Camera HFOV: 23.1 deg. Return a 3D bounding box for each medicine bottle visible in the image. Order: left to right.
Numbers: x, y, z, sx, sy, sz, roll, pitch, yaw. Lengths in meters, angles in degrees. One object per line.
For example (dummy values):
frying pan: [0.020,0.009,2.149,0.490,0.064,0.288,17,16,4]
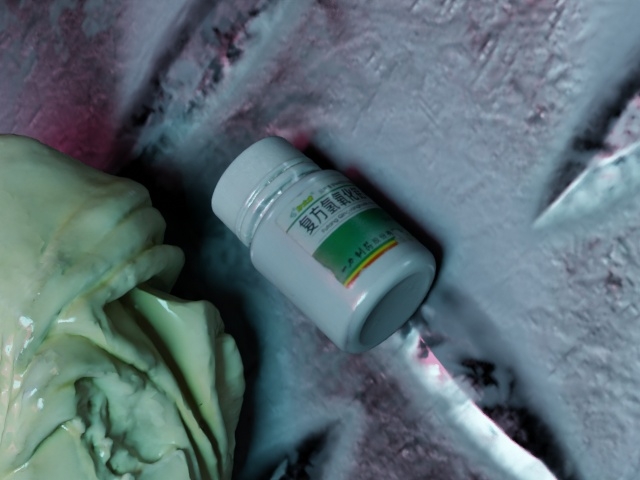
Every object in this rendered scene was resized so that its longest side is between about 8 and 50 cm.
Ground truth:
medicine bottle: [0.000,0.000,0.954,0.130,0.080,0.080,43,122,22]

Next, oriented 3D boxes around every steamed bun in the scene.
steamed bun: [-0.169,0.093,1.034,0.276,0.203,0.289,-39,62,45]
